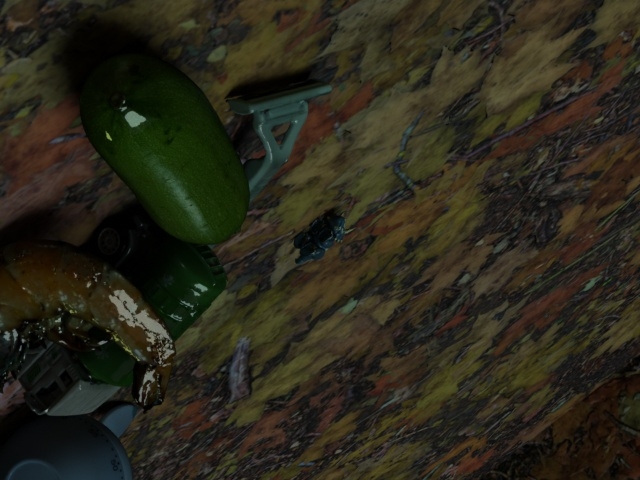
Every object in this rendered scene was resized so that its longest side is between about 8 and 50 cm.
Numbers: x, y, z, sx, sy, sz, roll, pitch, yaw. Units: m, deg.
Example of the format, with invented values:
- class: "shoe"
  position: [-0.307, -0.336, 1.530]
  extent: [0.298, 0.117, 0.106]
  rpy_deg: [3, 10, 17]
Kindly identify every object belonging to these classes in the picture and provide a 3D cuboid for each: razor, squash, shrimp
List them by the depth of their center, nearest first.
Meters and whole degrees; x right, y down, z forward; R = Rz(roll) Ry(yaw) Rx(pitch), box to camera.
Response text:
- class: "squash"
  position: [-0.133, -0.078, 1.601]
  extent: [0.107, 0.107, 0.395]
  rpy_deg: [-36, 160, -1]
- class: "shrimp"
  position: [-0.261, 0.121, 1.722]
  extent: [0.290, 0.222, 0.054]
  rpy_deg: [-50, -161, 33]
- class: "razor"
  position: [-0.085, -0.052, 1.807]
  extent: [0.111, 0.056, 0.278]
  rpy_deg: [-19, 153, -42]

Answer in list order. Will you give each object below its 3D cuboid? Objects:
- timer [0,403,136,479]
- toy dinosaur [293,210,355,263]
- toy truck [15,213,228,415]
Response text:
- class: "timer"
  position: [-0.294, 0.265, 2.068]
  extent: [0.175, 0.175, 0.255]
  rpy_deg: [-37, -171, 1]
- class: "toy dinosaur"
  position: [0.000, 0.000, 2.087]
  extent: [0.083, 0.030, 0.047]
  rpy_deg: [-40, 157, 10]
- class: "toy truck"
  position: [-0.202, 0.076, 1.796]
  extent: [0.242, 0.125, 0.101]
  rpy_deg: [-44, 159, 21]
